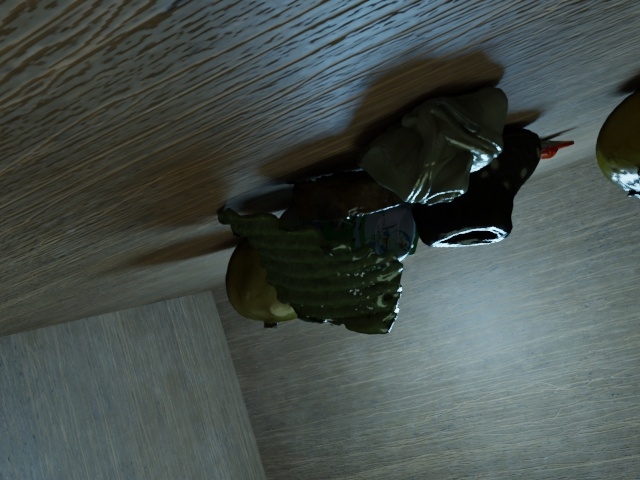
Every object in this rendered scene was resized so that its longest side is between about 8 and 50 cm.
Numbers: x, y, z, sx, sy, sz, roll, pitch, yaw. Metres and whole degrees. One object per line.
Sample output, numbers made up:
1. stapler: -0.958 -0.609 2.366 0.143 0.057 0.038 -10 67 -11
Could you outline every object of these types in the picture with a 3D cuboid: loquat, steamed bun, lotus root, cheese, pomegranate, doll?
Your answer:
1. loquat: 0.818 -0.238 0.961 0.360 0.328 0.328 -61 176 -3
2. steamed bun: 0.187 -0.131 0.681 0.217 0.144 0.211 -16 174 -25
3. lotus root: 0.074 -0.095 0.830 0.260 0.075 0.170 -14 -165 -20
4. cheese: 0.103 -0.028 0.967 0.320 0.204 0.083 12 -176 -31
5. pomegranate: -0.138 0.123 1.391 0.332 0.333 0.332 -18 175 -2
6. doll: 0.678 -0.275 1.321 0.169 0.057 0.109 -16 177 -26

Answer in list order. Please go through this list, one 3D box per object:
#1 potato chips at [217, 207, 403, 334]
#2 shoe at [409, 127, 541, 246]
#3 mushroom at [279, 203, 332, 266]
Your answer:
1. potato chips: -0.019 0.059 0.915 0.389 0.097 0.373 12 146 28
2. shoe: 0.367 -0.112 0.980 0.383 0.237 0.171 -15 174 -24
3. mushroom: 0.000 0.000 1.058 0.207 0.215 0.207 -19 -179 0
